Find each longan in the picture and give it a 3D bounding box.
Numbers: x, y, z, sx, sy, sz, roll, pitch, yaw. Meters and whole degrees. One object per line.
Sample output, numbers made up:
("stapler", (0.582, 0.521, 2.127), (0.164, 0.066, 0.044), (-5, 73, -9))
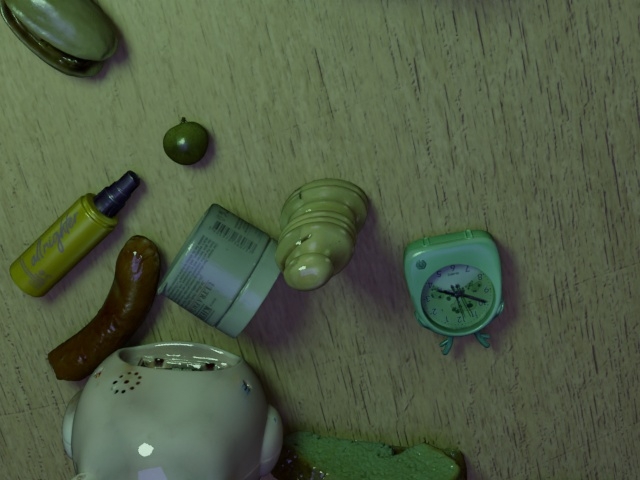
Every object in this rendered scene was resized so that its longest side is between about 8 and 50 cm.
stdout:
("longan", (-0.220, -0.164, 1.578), (0.075, 0.075, 0.083), (-18, 66, 8))

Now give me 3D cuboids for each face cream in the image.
("face cream", (-0.159, 0.048, 1.585), (0.153, 0.177, 0.177), (31, 107, -7))
("face cream", (-0.402, -0.017, 1.623), (0.273, 0.078, 0.078), (-41, 103, 14))

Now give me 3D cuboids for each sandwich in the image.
("sandwich", (0.088, 0.414, 1.700), (0.254, 0.288, 0.099), (-17, 122, -38))

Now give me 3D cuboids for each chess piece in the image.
("chess piece", (0.000, 0.000, 1.493), (0.139, 0.307, 0.124), (19, 109, -4))

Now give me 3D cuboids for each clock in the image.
("clock", (-0.246, 0.317, 1.581), (0.368, 0.377, 0.250), (5, 104, 0))
("clock", (0.229, 0.092, 1.644), (0.159, 0.066, 0.211), (-8, 109, 5))

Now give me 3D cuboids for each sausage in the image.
("sausage", (-0.358, 0.126, 1.671), (0.103, 0.076, 0.302), (35, 107, -10))

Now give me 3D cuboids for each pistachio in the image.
("pistachio", (-0.406, -0.345, 1.496), (0.206, 0.131, 0.129), (43, 150, -17))

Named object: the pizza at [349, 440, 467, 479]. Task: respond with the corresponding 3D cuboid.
("pizza", (0.134, 0.440, 1.783), (0.262, 0.034, 0.181), (13, 109, -1))
